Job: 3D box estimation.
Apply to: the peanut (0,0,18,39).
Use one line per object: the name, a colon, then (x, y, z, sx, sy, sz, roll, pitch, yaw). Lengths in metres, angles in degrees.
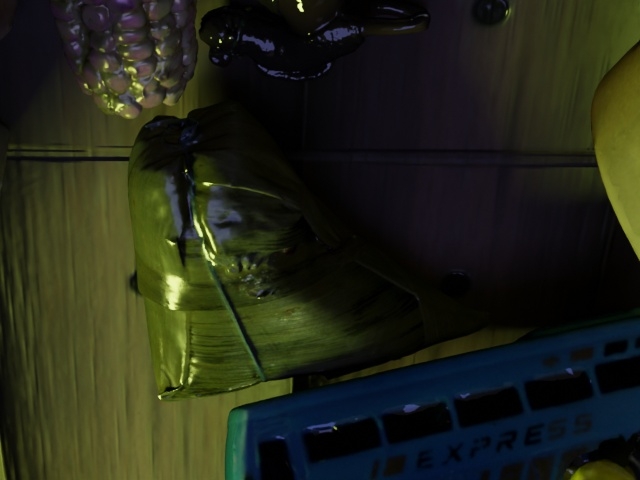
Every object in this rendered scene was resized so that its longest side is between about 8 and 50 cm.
peanut: (-0.279, -0.156, 0.982, 0.152, 0.076, 0.076, -4, 127, -1)

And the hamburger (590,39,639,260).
hamburger: (0.316, -0.042, 0.984, 0.170, 0.302, 0.302, -31, 123, 29)

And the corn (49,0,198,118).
corn: (-0.136, -0.233, 0.907, 0.127, 0.126, 0.335, -9, 129, 3)

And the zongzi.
zongzi: (0.000, 0.000, 1.087, 0.274, 0.125, 0.250, -6, 135, -4)

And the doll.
doll: (-0.008, -0.170, 1.002, 0.165, 0.057, 0.139, -12, 130, 11)

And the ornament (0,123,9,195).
ornament: (-0.377, 0.011, 0.983, 0.239, 0.239, 0.240, 29, 115, -22)

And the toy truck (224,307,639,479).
toy truck: (0.108, 0.169, 1.153, 0.385, 0.162, 0.161, -13, 171, -5)
